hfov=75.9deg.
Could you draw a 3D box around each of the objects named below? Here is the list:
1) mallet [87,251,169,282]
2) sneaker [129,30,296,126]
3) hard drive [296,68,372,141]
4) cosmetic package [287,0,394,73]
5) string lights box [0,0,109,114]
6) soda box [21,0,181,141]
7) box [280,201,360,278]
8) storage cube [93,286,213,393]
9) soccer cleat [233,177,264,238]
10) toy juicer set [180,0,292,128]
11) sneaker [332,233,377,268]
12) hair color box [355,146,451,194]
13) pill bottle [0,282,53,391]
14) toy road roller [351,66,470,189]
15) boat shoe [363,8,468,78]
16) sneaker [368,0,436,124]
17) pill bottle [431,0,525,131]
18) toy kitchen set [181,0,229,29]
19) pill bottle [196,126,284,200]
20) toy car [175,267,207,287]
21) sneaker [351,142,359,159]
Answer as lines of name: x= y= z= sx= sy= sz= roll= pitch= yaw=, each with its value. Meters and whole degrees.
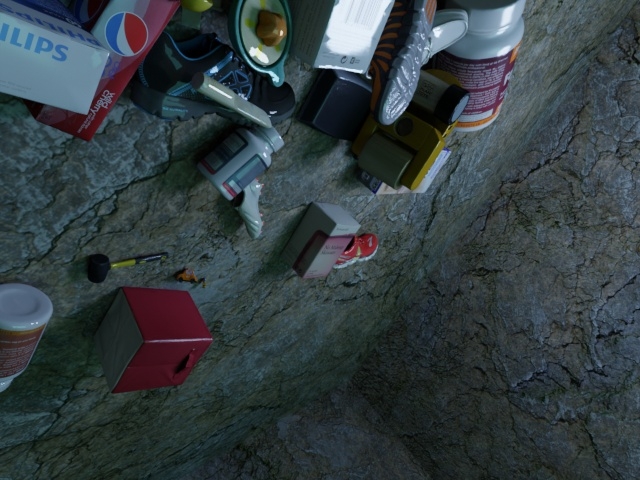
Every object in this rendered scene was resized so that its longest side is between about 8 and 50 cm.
mallet: x=-0.447 y=0.058 z=0.962 sx=0.190 sy=0.039 sz=0.062 roll=-5 pitch=133 yaw=-56
sneaker: x=-0.167 y=-0.296 z=0.760 sx=0.341 sy=0.125 sz=0.139 roll=-17 pitch=137 yaw=-46
hard drive: x=0.066 y=-0.347 z=1.078 sx=0.255 sy=0.054 sz=0.172 roll=1 pitch=128 yaw=-54
cosmetic package: x=0.004 y=-0.422 z=0.754 sx=0.151 sy=0.184 sz=0.151 roll=-15 pitch=139 yaw=-44
string lights box: x=-0.348 y=-0.245 z=0.434 sx=0.133 sy=0.259 sz=0.076 roll=4 pitch=126 yaw=-55
soda box: x=-0.322 y=-0.283 z=0.598 sx=0.263 sy=0.092 sz=0.083 roll=-50 pitch=153 yaw=10
box: x=0.000 y=0.000 z=1.385 sx=0.149 sy=0.127 sz=0.232 roll=-1 pitch=130 yaw=-53
storage cube: x=-0.433 y=0.249 z=1.056 sx=0.193 sy=0.215 sz=0.183 roll=14 pitch=118 yaw=-51
soccer cleat: x=-0.194 y=-0.082 z=1.084 sx=0.076 sy=0.068 sz=0.196 roll=-21 pitch=138 yaw=-29
toy juicer set: x=-0.117 y=-0.334 z=0.638 sx=0.209 sy=0.089 sz=0.329 roll=-24 pitch=127 yaw=-52
sneaker: x=0.136 y=0.022 z=1.633 sx=0.279 sy=0.107 sz=0.118 roll=-25 pitch=137 yaw=-38
hair color box: x=0.292 y=-0.261 z=1.409 sx=0.339 sy=0.110 sz=0.185 roll=-8 pitch=135 yaw=-47
pill bottle: x=-0.629 y=0.199 z=0.809 sx=0.121 sy=0.121 sz=0.216 roll=6 pitch=124 yaw=-56
toy road roller: x=0.267 y=-0.310 z=1.150 sx=0.329 sy=0.202 sz=0.241 roll=-59 pitch=160 yaw=17
boat shoe: x=0.226 y=-0.456 z=0.986 sx=0.277 sy=0.096 sz=0.098 roll=-20 pitch=148 yaw=11
sneaker: x=0.128 y=-0.414 z=0.911 sx=0.124 sy=0.180 sz=0.321 roll=31 pitch=76 yaw=-63
pill bottle: x=0.432 y=-0.520 z=1.157 sx=0.224 sy=0.224 sz=0.392 roll=-39 pitch=152 yaw=-12
toy kitchen set: x=-0.200 y=-0.394 z=0.681 sx=0.083 sy=0.075 sz=0.068 roll=12 pitch=124 yaw=-11
pill bottle: x=-0.174 y=-0.186 z=0.916 sx=0.180 sy=0.108 sz=0.108 roll=-42 pitch=152 yaw=-4
toy car: x=-0.362 y=0.105 z=1.156 sx=0.122 sy=0.060 sz=0.040 roll=84 pitch=10 yaw=-76
sneaker: x=0.147 y=-0.308 z=1.238 sx=0.085 sy=0.058 sz=0.152 roll=-23 pitch=153 yaw=-51
